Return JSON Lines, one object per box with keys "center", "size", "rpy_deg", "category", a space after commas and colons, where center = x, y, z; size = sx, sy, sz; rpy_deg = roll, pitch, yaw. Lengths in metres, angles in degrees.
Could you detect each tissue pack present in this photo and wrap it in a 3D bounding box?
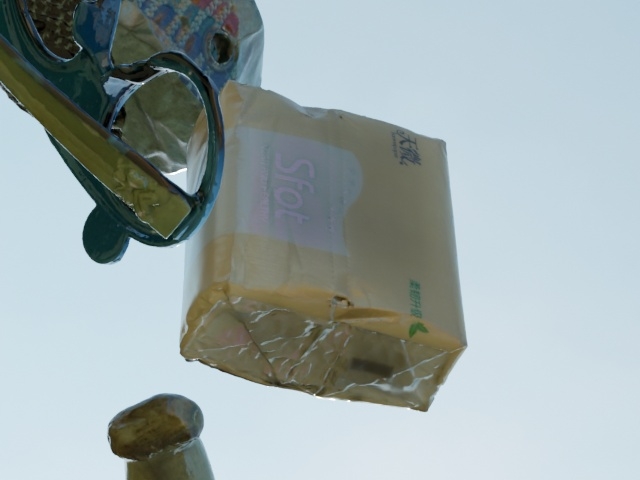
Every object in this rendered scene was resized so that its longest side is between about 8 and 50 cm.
{"center": [0.000, 0.000, 1.252], "size": [0.186, 0.222, 0.090], "rpy_deg": [15, -48, -13], "category": "tissue pack"}

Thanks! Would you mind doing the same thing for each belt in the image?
{"center": [-0.168, -0.170, 1.556], "size": [0.257, 0.150, 0.207], "rpy_deg": [36, -33, -7], "category": "belt"}

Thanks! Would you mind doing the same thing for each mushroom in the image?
{"center": [-0.145, 0.300, 1.868], "size": [0.099, 0.081, 0.312], "rpy_deg": [-6, -69, 5], "category": "mushroom"}

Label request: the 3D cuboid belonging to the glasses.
{"center": [-0.134, -0.113, 0.883], "size": [0.239, 0.102, 0.207], "rpy_deg": [59, 1, 27], "category": "glasses"}
